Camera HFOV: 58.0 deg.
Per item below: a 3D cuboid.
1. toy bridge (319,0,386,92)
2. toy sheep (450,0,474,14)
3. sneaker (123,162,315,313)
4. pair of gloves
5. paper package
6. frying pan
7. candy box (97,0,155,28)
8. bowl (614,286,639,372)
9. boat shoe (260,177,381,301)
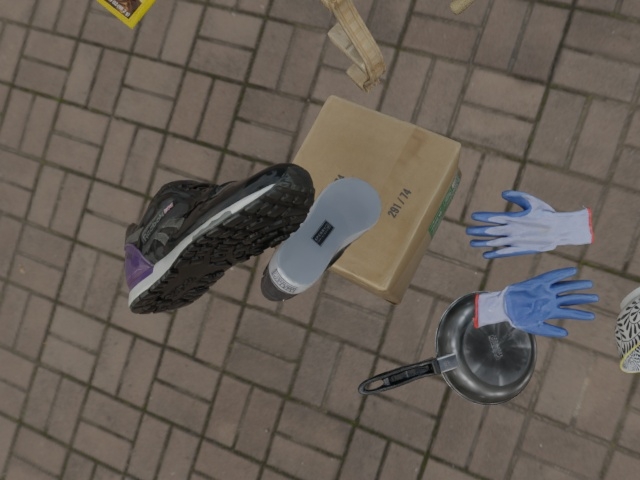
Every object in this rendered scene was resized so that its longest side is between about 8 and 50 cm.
[{"bbox_3d":[0.036,-0.194,0.576,0.026,0.188,0.063,-42,73,4],"label":"toy bridge"},{"bbox_3d":[0.114,-0.212,0.401,0.091,0.091,0.132,-15,41,14],"label":"toy sheep"},{"bbox_3d":[-0.133,-0.028,0.625,0.283,0.107,0.124,-32,67,32],"label":"sneaker"},{"bbox_3d":[0.269,0.032,0.735,0.159,0.023,0.198,-5,103,7],"label":"pair of gloves"},{"bbox_3d":[0.087,-0.079,1.167,0.309,0.168,0.325,26,83,18],"label":"paper package"},{"bbox_3d":[0.231,0.176,0.984,0.326,0.053,0.197,8,77,-13],"label":"frying pan"},{"bbox_3d":[-0.238,-0.313,0.557,0.105,0.206,0.027,-35,36,28],"label":"candy box"},{"bbox_3d":[0.478,0.106,0.807,0.170,0.170,0.080,-30,52,12],"label":"bowl"},{"bbox_3d":[0.000,0.000,0.732,0.080,0.228,0.076,42,136,-4],"label":"boat shoe"}]
